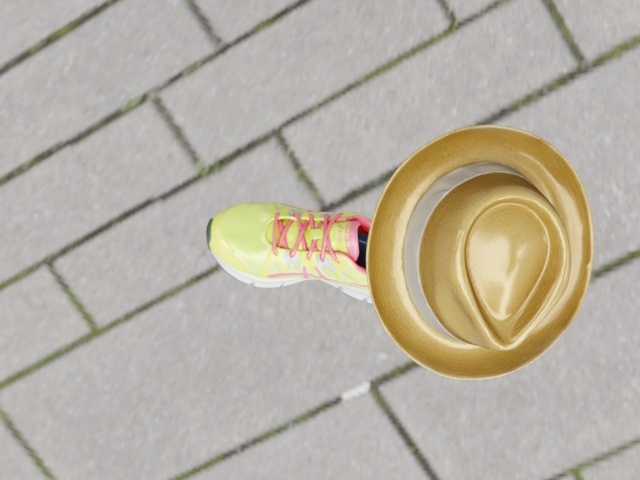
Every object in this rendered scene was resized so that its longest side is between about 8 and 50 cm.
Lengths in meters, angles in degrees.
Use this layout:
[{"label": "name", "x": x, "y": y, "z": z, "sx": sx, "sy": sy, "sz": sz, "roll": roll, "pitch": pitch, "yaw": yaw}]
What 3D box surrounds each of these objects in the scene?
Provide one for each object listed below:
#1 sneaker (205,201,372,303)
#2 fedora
[{"label": "sneaker", "x": 0.000, "y": 0.000, "z": 1.361, "sx": 0.208, "sy": 0.081, "sz": 0.094, "roll": 9, "pitch": 160, "yaw": -15}, {"label": "fedora", "x": 0.127, "y": 0.015, "z": 1.079, "sx": 0.194, "sy": 0.079, "sz": 0.194, "roll": -3, "pitch": 102, "yaw": -12}]
